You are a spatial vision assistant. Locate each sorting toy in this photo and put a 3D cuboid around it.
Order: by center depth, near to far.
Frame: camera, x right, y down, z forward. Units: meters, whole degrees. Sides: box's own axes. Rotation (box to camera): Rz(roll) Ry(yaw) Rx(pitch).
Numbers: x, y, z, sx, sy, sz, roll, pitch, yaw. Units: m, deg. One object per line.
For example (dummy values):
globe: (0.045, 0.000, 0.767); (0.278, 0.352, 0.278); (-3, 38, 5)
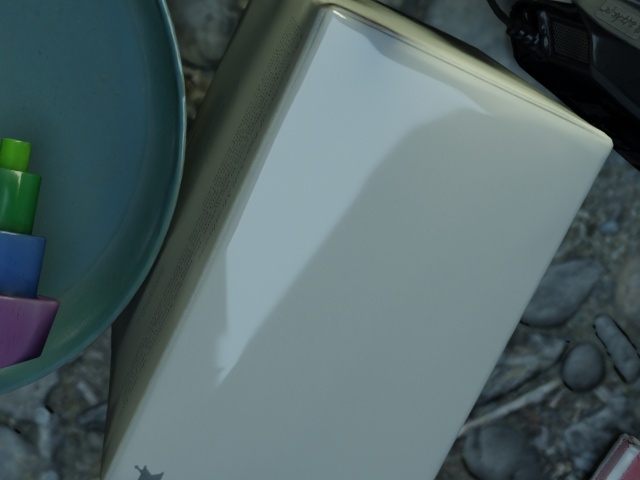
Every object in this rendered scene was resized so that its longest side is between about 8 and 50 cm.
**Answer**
sorting toy: (-0.293, -0.033, 0.558); (0.366, 0.127, 0.126); (10, 89, -11)

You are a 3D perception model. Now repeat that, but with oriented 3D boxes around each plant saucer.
plant saucer: (-0.215, -0.072, 0.626); (0.318, 0.043, 0.317); (3, 107, 9)

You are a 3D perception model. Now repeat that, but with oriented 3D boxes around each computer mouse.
computer mouse: (0.163, -0.094, 0.629); (0.262, 0.184, 0.060); (35, 88, -15)

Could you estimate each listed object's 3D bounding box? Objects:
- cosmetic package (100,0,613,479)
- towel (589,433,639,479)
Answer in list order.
cosmetic package: (0.000, 0.000, 0.612); (0.138, 0.224, 0.224); (23, 104, -13)
towel: (0.234, 0.221, 0.814); (0.197, 0.029, 0.144); (28, 102, -11)
